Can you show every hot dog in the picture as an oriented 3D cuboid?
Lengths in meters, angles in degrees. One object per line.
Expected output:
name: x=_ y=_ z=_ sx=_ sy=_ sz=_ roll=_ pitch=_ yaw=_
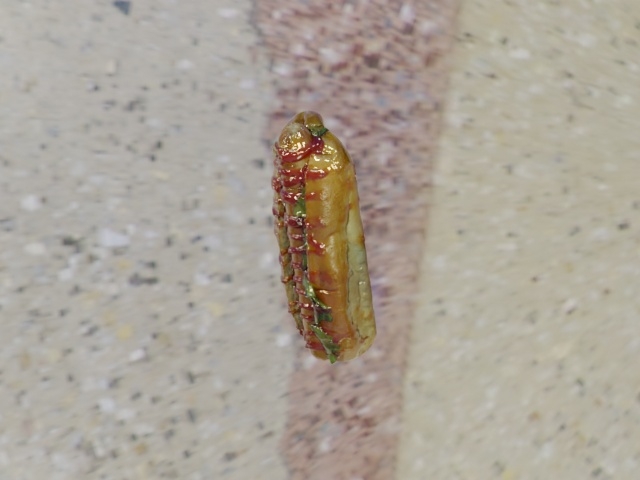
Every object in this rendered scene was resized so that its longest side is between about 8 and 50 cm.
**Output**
hot dog: x=-0.002 y=0.000 z=0.943 sx=0.038 sy=0.062 sz=0.144 roll=-20 pitch=131 yaw=-15
